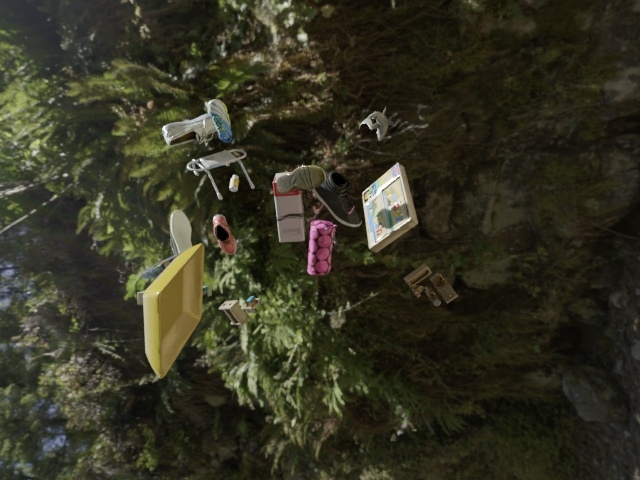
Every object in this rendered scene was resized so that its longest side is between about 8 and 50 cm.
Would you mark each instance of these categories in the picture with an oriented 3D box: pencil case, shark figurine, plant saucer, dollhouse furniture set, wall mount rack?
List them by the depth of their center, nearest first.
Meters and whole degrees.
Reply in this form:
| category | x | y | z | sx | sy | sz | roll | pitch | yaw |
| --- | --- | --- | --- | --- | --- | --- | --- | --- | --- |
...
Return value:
| category | x | y | z | sx | sy | sz | roll | pitch | yaw |
| --- | --- | --- | --- | --- | --- | --- | --- | --- | --- |
| plant saucer | -0.481 | 0.212 | 1.340 | 0.333 | 0.080 | 0.333 | -73 | -6 | -64 |
| pencil case | 0.004 | 0.031 | 1.574 | 0.095 | 0.098 | 0.210 | -115 | 28 | -63 |
| dollhouse furniture set | 0.471 | 0.200 | 1.758 | 0.151 | 0.144 | 0.123 | 47 | -169 | -32 |
| shark figurine | 0.312 | -0.600 | 2.075 | 0.278 | 0.116 | 0.167 | 1 | -64 | -62 |
| wall mount rack | -0.534 | -0.375 | 2.249 | 0.349 | 0.304 | 0.131 | -26 | -41 | -32 |
| dollhouse furniture set | -0.455 | 0.373 | 2.345 | 0.184 | 0.128 | 0.130 | -49 | -63 | -40 |

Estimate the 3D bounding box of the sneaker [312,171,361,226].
| category | x | y | z | sx | sy | sz | roll | pitch | yaw |
| --- | --- | --- | --- | --- | --- | --- | --- | --- | --- |
| sneaker | 0.102 | -0.183 | 1.819 | 0.295 | 0.146 | 0.105 | 44 | -129 | -13 |

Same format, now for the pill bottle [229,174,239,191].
| category | x | y | z | sx | sy | sz | roll | pitch | yaw |
| --- | --- | --- | --- | --- | --- | --- | --- | --- | --- |
| pill bottle | -0.450 | -0.300 | 2.142 | 0.043 | 0.043 | 0.084 | 60 | -151 | -59 |

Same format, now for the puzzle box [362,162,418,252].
| category | x | y | z | sx | sy | sz | roll | pitch | yaw |
| --- | --- | --- | --- | --- | --- | --- | --- | --- | --- |
| puzzle box | 0.333 | -0.168 | 2.039 | 0.052 | 0.272 | 0.409 | 29 | -140 | -30 |

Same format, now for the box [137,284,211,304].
| category | x | y | z | sx | sy | sz | roll | pitch | yaw |
| --- | --- | --- | --- | --- | --- | --- | --- | --- | --- |
| box | -0.637 | 0.239 | 1.833 | 0.322 | 0.231 | 0.059 | -145 | 55 | -89 |

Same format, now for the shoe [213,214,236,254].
| category | x | y | z | sx | sy | sz | roll | pitch | yaw |
| --- | --- | --- | --- | --- | --- | --- | --- | --- | --- |
| shoe | -0.360 | -0.005 | 1.538 | 0.081 | 0.063 | 0.178 | -111 | 8 | -57 |

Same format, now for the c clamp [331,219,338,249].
| category | x | y | z | sx | sy | sz | roll | pitch | yaw |
| --- | --- | --- | --- | --- | --- | --- | --- | --- | --- |
| c clamp | 0.041 | -0.026 | 1.667 | 0.160 | 0.022 | 0.138 | 21 | -127 | -76 |

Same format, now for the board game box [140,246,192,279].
| category | x | y | z | sx | sy | sz | roll | pitch | yaw |
| --- | --- | --- | --- | --- | --- | --- | --- | --- | --- |
| board game box | -0.666 | 0.114 | 1.774 | 0.060 | 0.194 | 0.194 | 64 | -147 | -9 |

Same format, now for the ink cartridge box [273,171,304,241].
| category | x | y | z | sx | sy | sz | roll | pitch | yaw |
| --- | --- | --- | --- | --- | --- | --- | --- | --- | --- |
| ink cartridge box | -0.135 | -0.150 | 1.818 | 0.197 | 0.114 | 0.273 | -94 | -1 | -70 |

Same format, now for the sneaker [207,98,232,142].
| category | x | y | z | sx | sy | sz | roll | pitch | yaw |
| --- | --- | --- | --- | --- | --- | --- | --- | --- | --- |
| sneaker | -0.473 | -0.569 | 1.992 | 0.240 | 0.091 | 0.126 | 80 | 166 | -68 |

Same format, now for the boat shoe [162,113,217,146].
| category | x | y | z | sx | sy | sz | roll | pitch | yaw |
| --- | --- | --- | --- | --- | --- | --- | --- | --- | --- |
| boat shoe | -0.685 | -0.599 | 2.301 | 0.157 | 0.366 | 0.136 | 65 | 159 | 19 |

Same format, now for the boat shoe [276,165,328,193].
| category | x | y | z | sx | sy | sz | roll | pitch | yaw |
| --- | --- | --- | --- | --- | --- | --- | --- | --- | --- |
| boat shoe | -0.054 | -0.208 | 1.368 | 0.073 | 0.223 | 0.080 | -28 | -76 | -45 |

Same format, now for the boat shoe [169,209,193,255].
| category | x | y | z | sx | sy | sz | roll | pitch | yaw |
| --- | --- | --- | --- | --- | --- | --- | --- | --- | --- |
| boat shoe | -0.705 | 0.001 | 2.067 | 0.109 | 0.091 | 0.306 | -13 | -92 | -48 |
